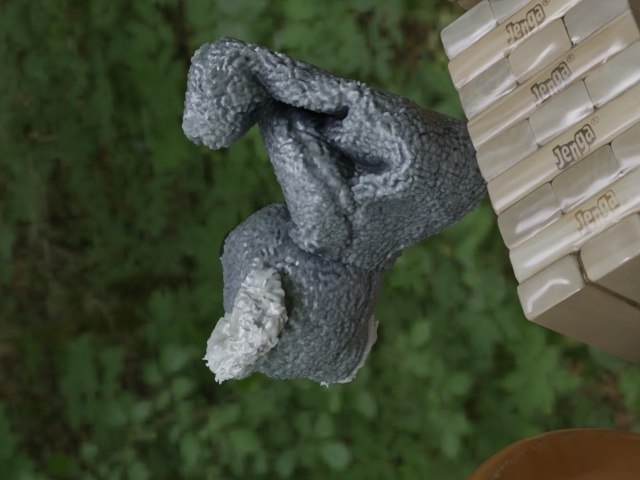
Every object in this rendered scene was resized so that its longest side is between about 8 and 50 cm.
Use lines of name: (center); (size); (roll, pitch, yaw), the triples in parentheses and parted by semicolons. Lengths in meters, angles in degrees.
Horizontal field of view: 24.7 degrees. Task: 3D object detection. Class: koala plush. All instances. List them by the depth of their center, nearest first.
koala plush: (0.000, 0.000, 1.015); (0.196, 0.203, 0.221); (15, -85, -62)

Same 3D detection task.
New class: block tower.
block tower: (0.108, -0.114, 0.667); (0.097, 0.091, 0.335); (23, -137, -44)

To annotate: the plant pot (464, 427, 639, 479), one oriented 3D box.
plant pot: (0.107, 0.210, 0.537); (0.291, 0.291, 0.203); (-105, 32, -54)
